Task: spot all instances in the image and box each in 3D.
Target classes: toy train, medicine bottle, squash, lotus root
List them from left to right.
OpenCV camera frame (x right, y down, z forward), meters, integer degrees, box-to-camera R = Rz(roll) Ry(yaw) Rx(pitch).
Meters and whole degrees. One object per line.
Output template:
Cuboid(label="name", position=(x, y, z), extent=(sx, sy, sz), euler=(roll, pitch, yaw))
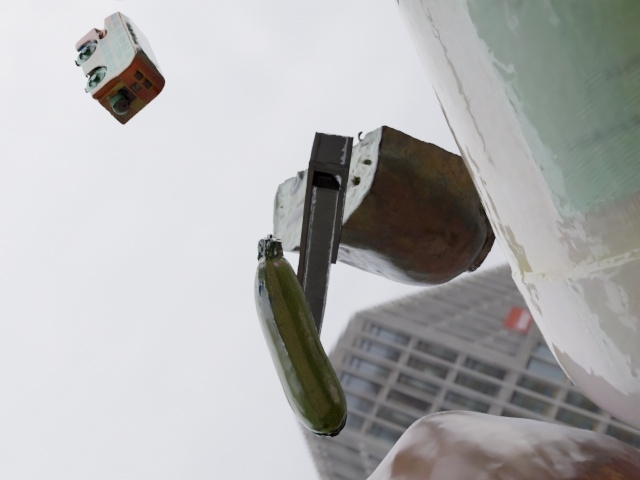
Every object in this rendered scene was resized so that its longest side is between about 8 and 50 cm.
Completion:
Cuboid(label="toy train", position=(-0.276, -0.237, 1.720), extent=(0.099, 0.188, 0.072), euler=(-37, -51, 6))
Cuboid(label="squash", position=(-0.022, 0.084, 1.073), extent=(0.052, 0.052, 0.183), euler=(-21, -88, -59))
Cuboid(label="lotus root", position=(0.104, -0.012, 1.666), extent=(0.260, 0.267, 0.149), euler=(22, -115, -27))
Cuboid(label="medicine bottle", position=(0.232, -0.025, 0.809), extent=(0.235, 0.235, 0.406), euler=(-32, -81, -54))

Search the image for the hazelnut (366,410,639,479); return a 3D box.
Cuboid(label="hazelnut", position=(0.162, 0.317, 1.017), extent=(0.372, 0.372, 0.315), euler=(-70, -19, -5))

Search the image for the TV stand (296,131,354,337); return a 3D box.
Cuboid(label="TV stand", position=(0.000, 0.000, 1.307), extent=(0.256, 0.040, 0.049), euler=(97, -178, -45))
